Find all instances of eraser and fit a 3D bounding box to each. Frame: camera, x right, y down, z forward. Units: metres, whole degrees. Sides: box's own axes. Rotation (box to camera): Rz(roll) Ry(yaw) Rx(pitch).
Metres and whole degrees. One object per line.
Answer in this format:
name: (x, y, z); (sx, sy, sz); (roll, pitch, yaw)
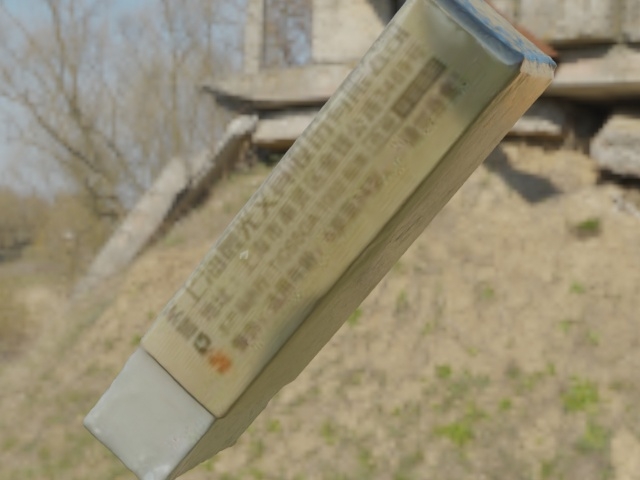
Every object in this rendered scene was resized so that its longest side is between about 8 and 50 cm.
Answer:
eraser: (0.000, 0.000, 0.848); (0.078, 0.343, 0.144); (42, 16, 10)
